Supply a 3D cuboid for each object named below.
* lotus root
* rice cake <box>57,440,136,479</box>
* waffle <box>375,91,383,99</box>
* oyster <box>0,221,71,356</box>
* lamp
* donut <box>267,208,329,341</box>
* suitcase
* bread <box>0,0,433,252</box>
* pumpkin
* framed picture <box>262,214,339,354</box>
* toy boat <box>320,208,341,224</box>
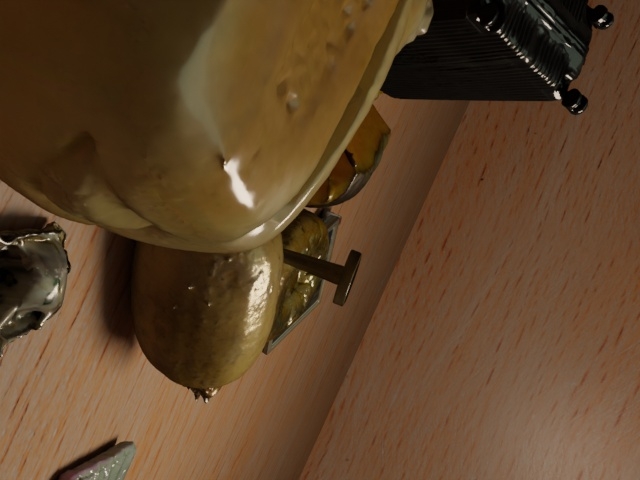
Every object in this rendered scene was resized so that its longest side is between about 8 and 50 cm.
[{"bbox_3d":[-0.137,0.072,1.115,0.151,0.169,0.343,-51,160,-49],"label":"lotus root"},{"bbox_3d":[-0.314,0.363,1.229,0.198,0.037,0.189,-68,168,7],"label":"rice cake"},{"bbox_3d":[0.120,-0.372,1.659,0.253,0.056,0.249,86,29,-69],"label":"waffle"},{"bbox_3d":[-0.256,0.038,0.822,0.165,0.053,0.109,-17,104,-64],"label":"oyster"},{"bbox_3d":[-0.061,0.018,1.220,0.121,0.214,0.121,20,90,-86],"label":"lamp"},{"bbox_3d":[-0.080,0.038,1.399,0.261,0.128,0.209,-39,149,-64],"label":"donut"},{"bbox_3d":[0.164,-0.280,1.243,0.229,0.335,0.152,31,75,-41],"label":"suitcase"},{"bbox_3d":[-0.084,-0.183,0.656,0.376,0.252,0.348,-66,163,-10],"label":"bread"},{"bbox_3d":[0.000,-0.176,1.189,0.139,0.190,0.281,-45,155,-57],"label":"pumpkin"},{"bbox_3d":[-0.042,0.087,1.870,0.189,0.023,0.260,-43,157,-38],"label":"framed picture"},{"bbox_3d":[0.000,0.001,1.905,0.122,0.034,0.096,-65,162,3],"label":"toy boat"}]
